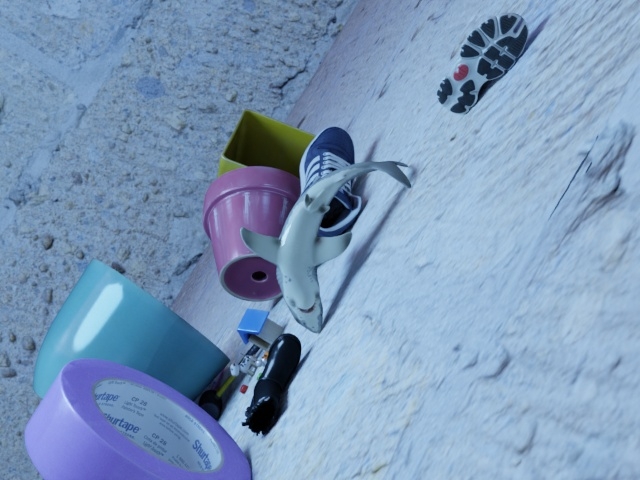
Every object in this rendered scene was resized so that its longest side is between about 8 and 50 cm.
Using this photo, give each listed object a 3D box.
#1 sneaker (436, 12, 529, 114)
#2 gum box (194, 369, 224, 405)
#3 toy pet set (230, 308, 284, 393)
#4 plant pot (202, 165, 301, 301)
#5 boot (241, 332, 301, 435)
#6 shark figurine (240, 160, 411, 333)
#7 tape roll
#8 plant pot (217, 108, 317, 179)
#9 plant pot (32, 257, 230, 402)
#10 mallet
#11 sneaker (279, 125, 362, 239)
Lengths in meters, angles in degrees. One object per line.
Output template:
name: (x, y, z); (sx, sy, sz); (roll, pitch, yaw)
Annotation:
sneaker: (0.207, -0.239, 1.317); (0.170, 0.068, 0.071); (-47, 9, 48)
gum box: (-0.249, 0.302, 1.860); (0.107, 0.062, 0.188); (-45, 16, 49)
toy pet set: (-0.107, 0.165, 1.593); (0.122, 0.065, 0.114); (-42, 19, 55)
plant pot: (-0.111, -0.001, 1.795); (0.201, 0.201, 0.180); (-49, 29, 39)
boot: (-0.064, 0.195, 1.368); (0.121, 0.045, 0.099); (-62, 6, 21)
shark figurine: (-0.002, -0.029, 1.434); (0.278, 0.166, 0.116); (-58, 0, -5)
tape roll: (-0.224, 0.263, 1.271); (0.090, 0.275, 0.275); (-57, 10, 8)
plant pot: (-0.096, -0.098, 1.983); (0.212, 0.212, 0.187); (-74, 6, -56)
plant pot: (-0.339, 0.209, 1.712); (0.235, 0.293, 0.293); (-53, 9, -12)
mallet: (-0.140, 0.222, 1.678); (0.189, 0.039, 0.062); (-50, 11, 18)
sneaker: (0.018, -0.096, 1.669); (0.153, 0.099, 0.282); (130, 161, -58)
